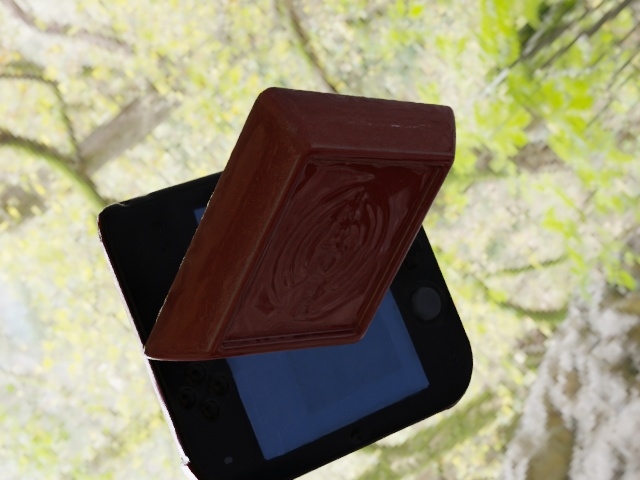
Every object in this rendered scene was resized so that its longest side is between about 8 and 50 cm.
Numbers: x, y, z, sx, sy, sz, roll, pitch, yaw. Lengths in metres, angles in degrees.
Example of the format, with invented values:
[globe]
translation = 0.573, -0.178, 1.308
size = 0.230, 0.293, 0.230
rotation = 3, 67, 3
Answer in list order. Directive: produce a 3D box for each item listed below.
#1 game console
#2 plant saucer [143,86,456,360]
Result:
[game console]
translation = -0.025, 0.073, 1.507
size = 0.060, 0.386, 0.342
rotation = -19, 90, 58
[plant saucer]
translation = 0.000, 0.000, 1.164
size = 0.048, 0.258, 0.259
rotation = 40, -155, 32
